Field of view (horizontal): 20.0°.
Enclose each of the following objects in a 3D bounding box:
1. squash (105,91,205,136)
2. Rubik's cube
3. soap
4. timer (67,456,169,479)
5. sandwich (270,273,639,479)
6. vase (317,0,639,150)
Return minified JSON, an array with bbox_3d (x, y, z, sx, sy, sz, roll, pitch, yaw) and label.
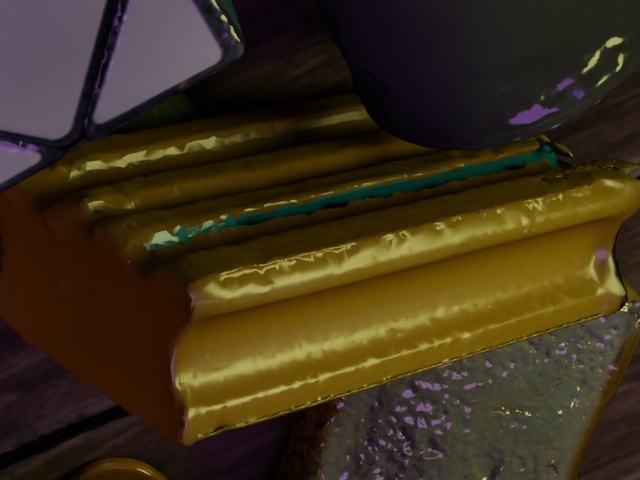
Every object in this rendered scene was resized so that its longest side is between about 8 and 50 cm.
[{"bbox_3d":[-0.094,-0.022,1.108,0.095,0.095,0.188,-21,117,2],"label":"squash"},{"bbox_3d":[-0.183,-0.165,0.933,0.207,0.205,0.205,-29,122,8],"label":"Rubik's cube"},{"bbox_3d":[0.001,0.000,1.002,0.324,0.204,0.096,-13,118,-36],"label":"soap"},{"bbox_3d":[-0.153,0.292,1.193,0.233,0.240,0.233,-5,121,-8],"label":"timer"},{"bbox_3d":[0.085,0.112,1.222,0.226,0.087,0.251,6,119,-15],"label":"sandwich"},{"bbox_3d":[0.053,-0.201,0.951,0.245,0.245,0.291,-23,128,3],"label":"vase"}]
